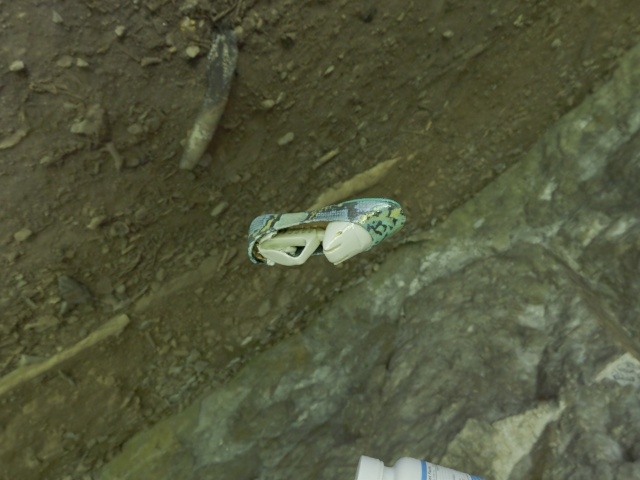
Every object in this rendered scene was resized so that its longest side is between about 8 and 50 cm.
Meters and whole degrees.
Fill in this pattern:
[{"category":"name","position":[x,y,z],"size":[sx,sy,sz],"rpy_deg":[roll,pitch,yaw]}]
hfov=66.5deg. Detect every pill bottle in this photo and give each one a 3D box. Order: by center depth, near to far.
[{"category":"pill bottle","position":[0.152,0.371,0.662],"size":[0.124,0.221,0.124],"rpy_deg":[13,90,-82]}]

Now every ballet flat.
[{"category":"ballet flat","position":[0.000,0.000,0.532],"size":[0.188,0.070,0.070],"rpy_deg":[-8,180,29]}]
